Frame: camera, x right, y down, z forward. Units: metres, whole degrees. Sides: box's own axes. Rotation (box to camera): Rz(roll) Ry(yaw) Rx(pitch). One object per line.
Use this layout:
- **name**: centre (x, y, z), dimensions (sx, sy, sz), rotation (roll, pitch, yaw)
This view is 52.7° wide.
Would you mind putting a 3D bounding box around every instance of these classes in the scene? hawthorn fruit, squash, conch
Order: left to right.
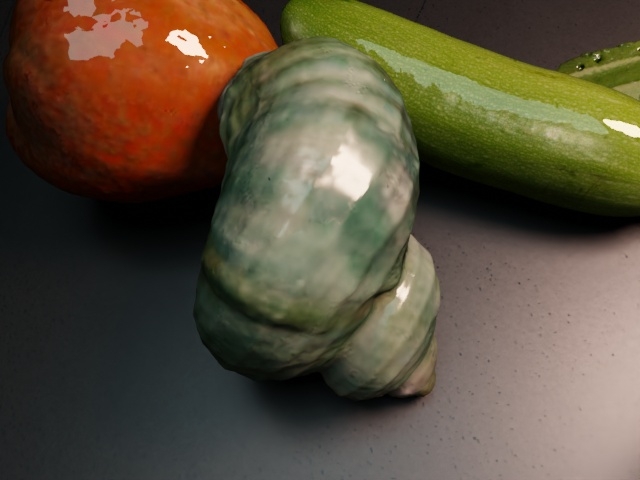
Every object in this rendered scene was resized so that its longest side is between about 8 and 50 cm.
- **hawthorn fruit**: centre (-0.123, -0.130, 0.552), dimensions (0.262, 0.210, 0.211), rotation (5, 58, -18)
- **conch**: centre (0.000, 0.000, 0.449), dimensions (0.195, 0.220, 0.277), rotation (-31, 95, 24)
- **squash**: centre (0.132, -0.104, 0.533), dimensions (0.394, 0.107, 0.107), rotation (24, 66, 13)

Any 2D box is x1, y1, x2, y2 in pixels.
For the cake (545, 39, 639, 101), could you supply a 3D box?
- **cake**: centre (0.323, -0.120, 0.564), dimensions (0.235, 0.099, 0.100), rotation (-8, 57, 29)
